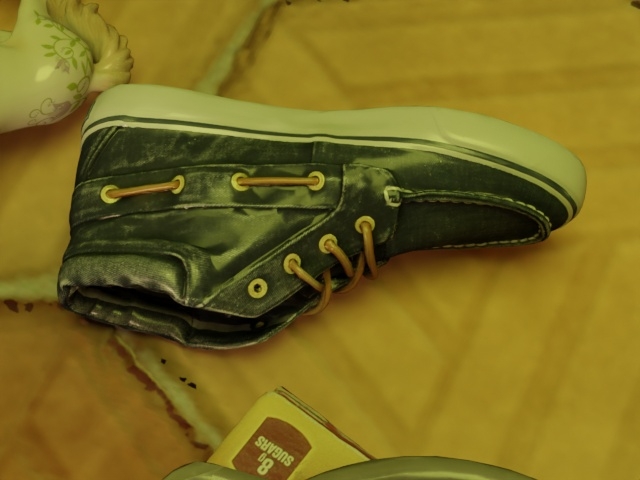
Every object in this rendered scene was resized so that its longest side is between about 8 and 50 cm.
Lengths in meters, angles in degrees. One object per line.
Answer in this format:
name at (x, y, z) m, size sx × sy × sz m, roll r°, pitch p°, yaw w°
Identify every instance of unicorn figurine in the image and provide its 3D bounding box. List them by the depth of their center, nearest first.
unicorn figurine at (-0.138, -0.051, 0.659) m, size 0.162 × 0.060 × 0.111 m, roll -31°, pitch 68°, yaw -18°

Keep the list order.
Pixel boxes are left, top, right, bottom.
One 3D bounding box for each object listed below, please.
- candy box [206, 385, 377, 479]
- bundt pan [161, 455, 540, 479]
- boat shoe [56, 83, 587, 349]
candy box at (-0.036, 0.219, 0.506) m, size 0.183 × 0.087 × 0.316 m, roll 34°, pitch 64°, yaw 13°
bundt pan at (0.012, 0.211, 0.371) m, size 0.331 × 0.124 × 0.331 m, roll 4°, pitch 49°, yaw -5°
boat shoe at (0.000, 0.000, 0.645) m, size 0.183 × 0.065 × 0.083 m, roll 6°, pitch 63°, yaw 6°
